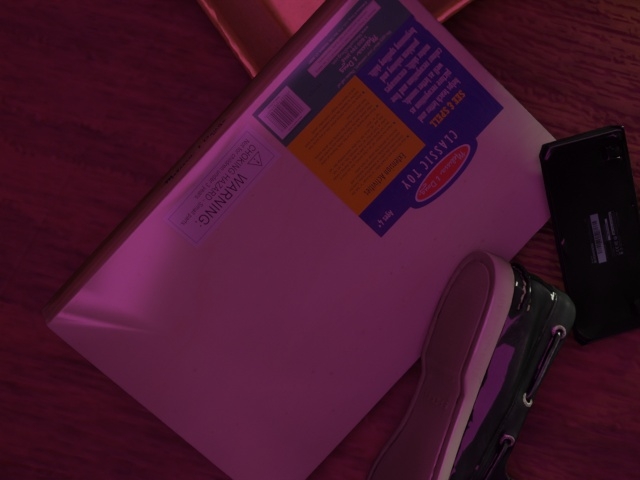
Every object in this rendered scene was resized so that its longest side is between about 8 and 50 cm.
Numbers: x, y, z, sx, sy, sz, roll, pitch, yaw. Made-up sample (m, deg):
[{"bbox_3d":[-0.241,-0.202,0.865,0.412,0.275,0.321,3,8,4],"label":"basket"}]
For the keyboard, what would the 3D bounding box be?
[{"bbox_3d":[0.251,-0.007,1.601,0.108,0.023,0.180,-15,103,-12],"label":"keyboard"}]

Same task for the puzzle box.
[{"bbox_3d":[0.000,0.000,1.580,0.409,0.052,0.272,-47,111,1],"label":"puzzle box"}]

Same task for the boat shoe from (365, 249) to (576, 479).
[{"bbox_3d":[0.123,0.180,1.586,0.113,0.127,0.340,16,95,-23],"label":"boat shoe"}]

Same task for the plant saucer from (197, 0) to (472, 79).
[{"bbox_3d":[0.016,-0.320,1.637,0.332,0.081,0.333,-35,84,2],"label":"plant saucer"}]
